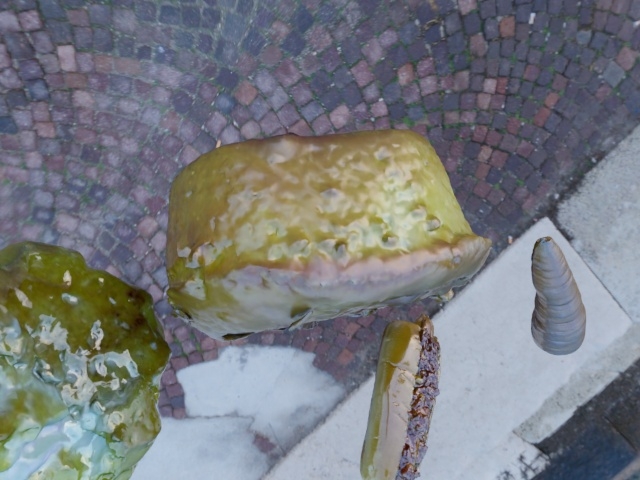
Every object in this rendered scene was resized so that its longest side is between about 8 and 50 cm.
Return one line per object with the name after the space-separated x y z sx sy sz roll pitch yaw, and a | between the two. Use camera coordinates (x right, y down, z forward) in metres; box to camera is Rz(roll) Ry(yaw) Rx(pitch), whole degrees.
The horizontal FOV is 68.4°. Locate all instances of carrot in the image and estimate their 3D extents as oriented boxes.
0.197 0.050 0.394 0.048 0.048 0.216 -37 141 3 | carrot

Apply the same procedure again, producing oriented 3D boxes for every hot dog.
0.117 0.211 0.634 0.102 0.076 0.249 31 61 -26 | hot dog

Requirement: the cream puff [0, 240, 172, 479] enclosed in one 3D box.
-0.287 0.140 0.453 0.185 0.282 0.282 -26 114 25 | cream puff

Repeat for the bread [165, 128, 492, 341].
0.003 0.000 0.551 0.357 0.337 0.204 -6 83 -17 | bread
